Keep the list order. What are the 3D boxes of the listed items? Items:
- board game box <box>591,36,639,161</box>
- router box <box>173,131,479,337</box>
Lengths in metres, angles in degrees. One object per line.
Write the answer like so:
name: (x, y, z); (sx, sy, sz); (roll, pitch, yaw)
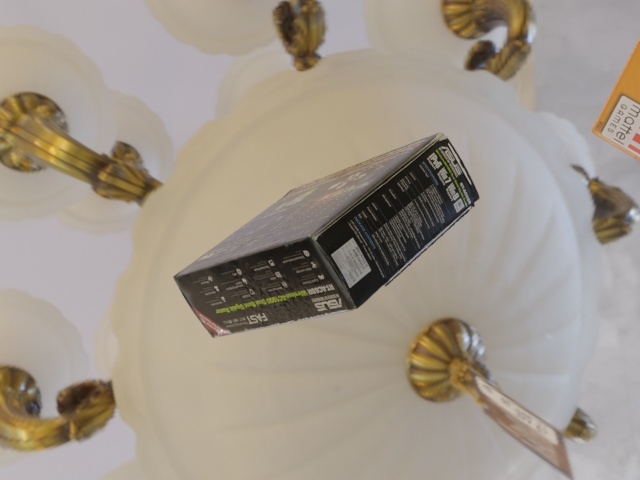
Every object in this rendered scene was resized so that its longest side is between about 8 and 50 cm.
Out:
board game box: (0.501, -0.207, 0.771); (0.357, 0.356, 0.356); (35, -121, 15)
router box: (0.000, 0.000, 0.457); (0.092, 0.122, 0.038); (-39, -76, -35)
